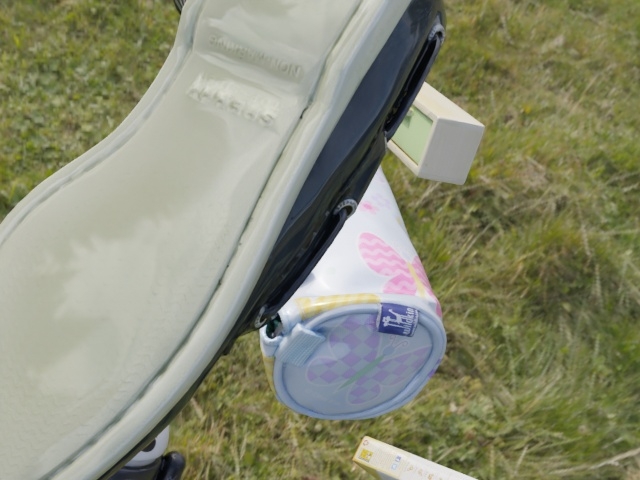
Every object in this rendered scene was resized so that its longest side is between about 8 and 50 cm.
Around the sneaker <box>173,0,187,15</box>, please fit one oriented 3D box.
[{"bbox_3d":[-0.120,-0.254,0.885,0.063,0.075,0.170,-27,76,-11],"label":"sneaker"}]

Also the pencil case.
[{"bbox_3d":[0.000,0.000,0.606,0.124,0.113,0.273,11,36,-19],"label":"pencil case"}]

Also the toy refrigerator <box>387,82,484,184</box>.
[{"bbox_3d":[0.157,-0.196,1.368,0.094,0.102,0.269,8,25,-22],"label":"toy refrigerator"}]

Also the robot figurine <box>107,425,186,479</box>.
[{"bbox_3d":[-0.326,0.333,1.180,0.174,0.209,0.278,29,98,26],"label":"robot figurine"}]

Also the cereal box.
[{"bbox_3d":[0.180,0.356,1.140,0.173,0.240,0.047,46,66,-37],"label":"cereal box"}]

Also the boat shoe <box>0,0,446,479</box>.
[{"bbox_3d":[-0.049,-0.013,0.385,0.127,0.113,0.340,28,85,27],"label":"boat shoe"}]
